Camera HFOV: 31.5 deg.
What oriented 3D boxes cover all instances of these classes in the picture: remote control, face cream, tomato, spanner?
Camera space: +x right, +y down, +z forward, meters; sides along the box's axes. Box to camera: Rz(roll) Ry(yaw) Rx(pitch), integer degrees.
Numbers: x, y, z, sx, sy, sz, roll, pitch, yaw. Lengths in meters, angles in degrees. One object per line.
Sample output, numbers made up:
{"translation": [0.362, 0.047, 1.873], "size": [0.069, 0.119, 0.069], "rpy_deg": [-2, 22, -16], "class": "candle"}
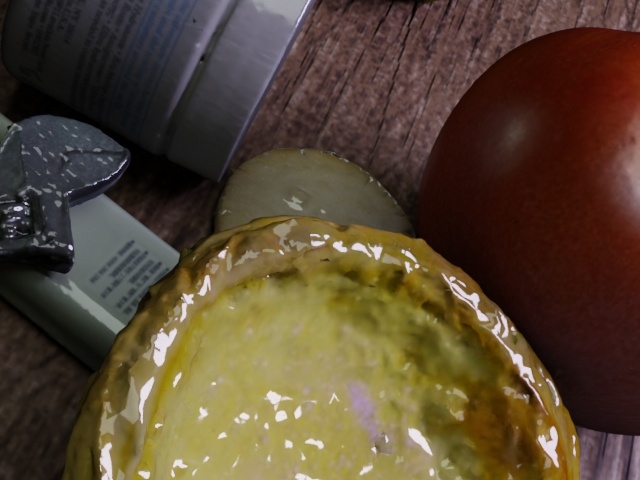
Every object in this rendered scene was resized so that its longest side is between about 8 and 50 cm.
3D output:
{"translation": [-0.159, -0.005, 0.650], "size": [0.309, 0.038, 0.090], "rpy_deg": [37, 52, 3], "class": "remote control"}
{"translation": [-0.089, -0.146, 0.693], "size": [0.153, 0.177, 0.177], "rpy_deg": [28, 50, -4], "class": "face cream"}
{"translation": [0.183, -0.006, 0.689], "size": [0.255, 0.256, 0.224], "rpy_deg": [33, 63, -2], "class": "tomato"}
{"translation": [-0.236, 0.019, 0.572], "size": [0.325, 0.026, 0.093], "rpy_deg": [-28, 74, -27], "class": "spanner"}

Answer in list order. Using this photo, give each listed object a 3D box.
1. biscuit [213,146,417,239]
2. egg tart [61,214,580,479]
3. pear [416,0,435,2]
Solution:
{"translation": [0.000, 0.000, 0.738], "size": [0.152, 0.020, 0.152], "rpy_deg": [14, 52, -18], "class": "biscuit"}
{"translation": [0.002, 0.129, 0.564], "size": [0.294, 0.123, 0.294], "rpy_deg": [11, 69, -30], "class": "egg tart"}
{"translation": [0.084, -0.282, 0.879], "size": [0.198, 0.198, 0.198], "rpy_deg": [13, 53, -18], "class": "pear"}
